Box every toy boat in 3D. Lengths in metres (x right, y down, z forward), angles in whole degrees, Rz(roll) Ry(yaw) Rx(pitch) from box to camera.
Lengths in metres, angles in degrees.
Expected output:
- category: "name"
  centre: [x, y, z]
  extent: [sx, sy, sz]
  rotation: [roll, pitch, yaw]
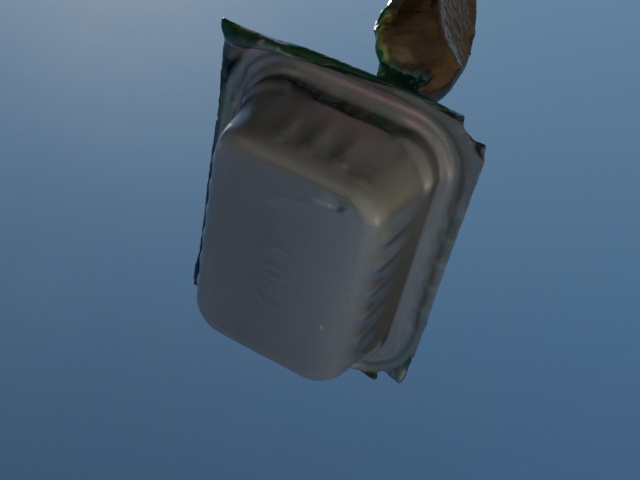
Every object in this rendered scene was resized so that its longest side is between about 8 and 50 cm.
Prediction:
- category: "toy boat"
  centre: [0.101, -0.231, 0.876]
  extent: [0.108, 0.099, 0.292]
  rotation: [56, -153, -33]

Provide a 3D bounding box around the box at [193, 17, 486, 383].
- category: "box"
  centre: [-0.019, -0.001, 0.841]
  extent: [0.264, 0.336, 0.106]
  rotation: [26, -141, 16]
